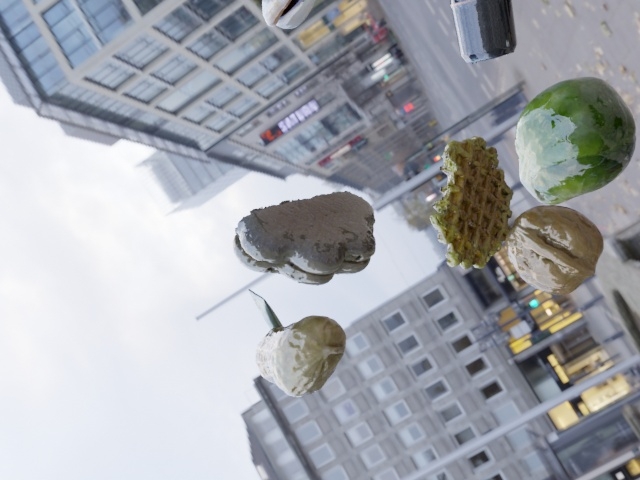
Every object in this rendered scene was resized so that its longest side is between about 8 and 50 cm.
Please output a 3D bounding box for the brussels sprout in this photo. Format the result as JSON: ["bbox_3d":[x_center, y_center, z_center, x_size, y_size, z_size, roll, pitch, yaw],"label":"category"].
[{"bbox_3d":[0.659,-0.253,1.913,0.289,0.354,0.281,-25,-116,-37],"label":"brussels sprout"}]

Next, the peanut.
[{"bbox_3d":[-0.052,0.244,1.507,0.143,0.159,0.291,33,155,-14],"label":"peanut"}]

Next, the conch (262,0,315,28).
[{"bbox_3d":[-0.051,-0.454,1.381,0.176,0.105,0.094,18,110,60],"label":"conch"}]

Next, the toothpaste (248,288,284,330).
[{"bbox_3d":[-0.112,0.167,1.605,0.048,0.029,0.197,29,157,33],"label":"toothpaste"}]

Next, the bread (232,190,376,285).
[{"bbox_3d":[-0.003,0.003,1.435,0.337,0.102,0.183,-17,-129,-40],"label":"bread"}]

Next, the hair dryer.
[{"bbox_3d":[0.323,-0.448,1.396,0.352,0.107,0.189,-44,-56,-65],"label":"hair dryer"}]

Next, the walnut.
[{"bbox_3d":[0.412,0.013,1.290,0.149,0.167,0.166,-4,-119,-59],"label":"walnut"}]

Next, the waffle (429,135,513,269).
[{"bbox_3d":[0.302,-0.078,1.460,0.291,0.051,0.291,6,-98,-43],"label":"waffle"}]
